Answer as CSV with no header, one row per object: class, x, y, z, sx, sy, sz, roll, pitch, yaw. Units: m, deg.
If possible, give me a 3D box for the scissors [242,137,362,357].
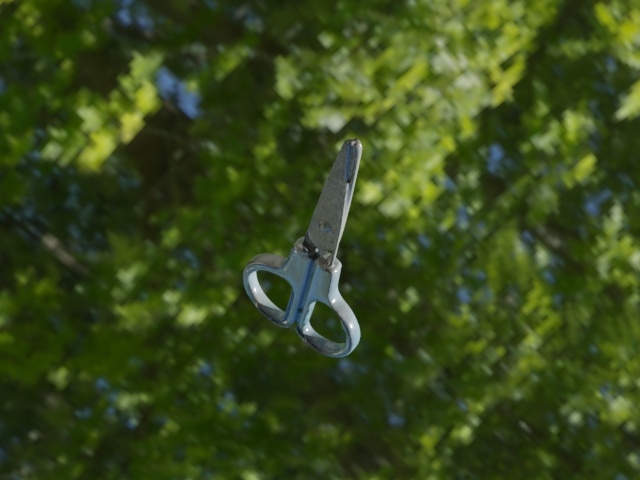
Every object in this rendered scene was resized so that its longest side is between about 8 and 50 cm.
scissors,0.000,0.000,0.490,0.036,0.083,0.006,35,-125,13
